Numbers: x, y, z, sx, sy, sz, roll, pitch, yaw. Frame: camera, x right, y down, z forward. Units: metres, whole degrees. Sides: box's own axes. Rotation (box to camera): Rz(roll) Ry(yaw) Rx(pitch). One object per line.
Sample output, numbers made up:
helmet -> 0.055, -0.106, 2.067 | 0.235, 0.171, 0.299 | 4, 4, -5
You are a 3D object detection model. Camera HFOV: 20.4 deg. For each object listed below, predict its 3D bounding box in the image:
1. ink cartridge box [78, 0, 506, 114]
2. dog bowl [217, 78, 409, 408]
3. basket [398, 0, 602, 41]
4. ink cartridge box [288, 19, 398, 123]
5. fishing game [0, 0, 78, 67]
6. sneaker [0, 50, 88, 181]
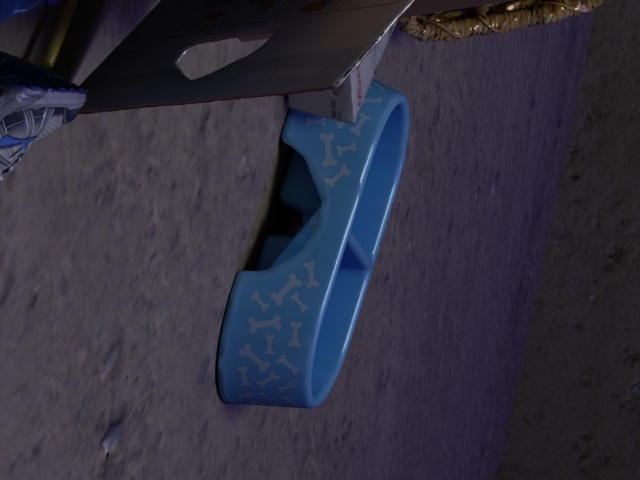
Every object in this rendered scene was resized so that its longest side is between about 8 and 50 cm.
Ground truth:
ink cartridge box -> 0.017, -0.132, 0.886 | 0.060, 0.275, 0.239 | 48, 66, -24
dog bowl -> 0.000, 0.000, 1.442 | 0.166, 0.074, 0.297 | 54, 53, -74
basket -> 0.196, -0.327, 1.579 | 0.299, 0.213, 0.223 | 90, 19, -47
ink cartridge box -> 0.019, -0.173, 1.364 | 0.099, 0.056, 0.135 | 85, 23, -54
fishing game -> -0.127, -0.184, 0.788 | 0.264, 0.041, 0.189 | 78, 27, -63
sneaker -> -0.156, -0.052, 0.812 | 0.135, 0.052, 0.058 | -21, 135, -65
